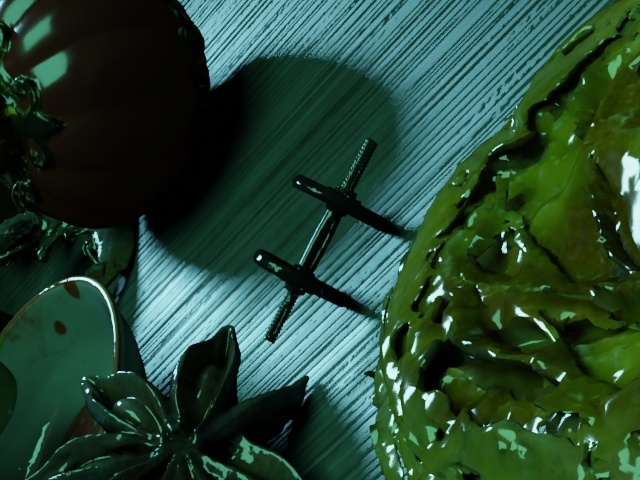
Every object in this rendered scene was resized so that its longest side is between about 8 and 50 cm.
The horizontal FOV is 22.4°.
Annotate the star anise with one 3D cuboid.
[{"bbox_3d":[-0.098,0.149,1.015,0.197,0.073,0.212,-10,45,3],"label":"star anise"}]

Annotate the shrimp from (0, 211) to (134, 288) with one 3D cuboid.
[{"bbox_3d":[-0.244,0.029,1.369,0.195,0.035,0.148,-28,48,0],"label":"shrimp"}]

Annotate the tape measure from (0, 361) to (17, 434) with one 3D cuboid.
[{"bbox_3d":[-0.298,0.149,1.169,0.175,0.106,0.200,-56,12,-1],"label":"tape measure"}]

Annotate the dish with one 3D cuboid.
[{"bbox_3d":[-0.192,0.162,1.204,0.260,0.085,0.260,-34,42,38],"label":"dish"}]

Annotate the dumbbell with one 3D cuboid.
[{"bbox_3d":[0.000,0.000,1.048,0.147,0.069,0.069,-62,30,1],"label":"dumbbell"}]

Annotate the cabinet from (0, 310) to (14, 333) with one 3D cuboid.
[{"bbox_3d":[-0.398,0.132,1.414,0.148,0.215,0.175,-34,41,40],"label":"cabinet"}]

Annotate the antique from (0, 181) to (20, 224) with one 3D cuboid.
[{"bbox_3d":[-0.281,-0.106,1.527,0.143,0.121,0.257,-22,55,60],"label":"antique"}]

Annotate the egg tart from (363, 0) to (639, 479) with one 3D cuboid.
[{"bbox_3d":[0.139,0.008,0.532,0.297,0.132,0.297,-36,29,23],"label":"egg tart"}]

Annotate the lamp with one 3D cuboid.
[{"bbox_3d":[-0.188,-0.123,1.313,0.227,0.227,0.227,-37,39,37],"label":"lamp"}]
